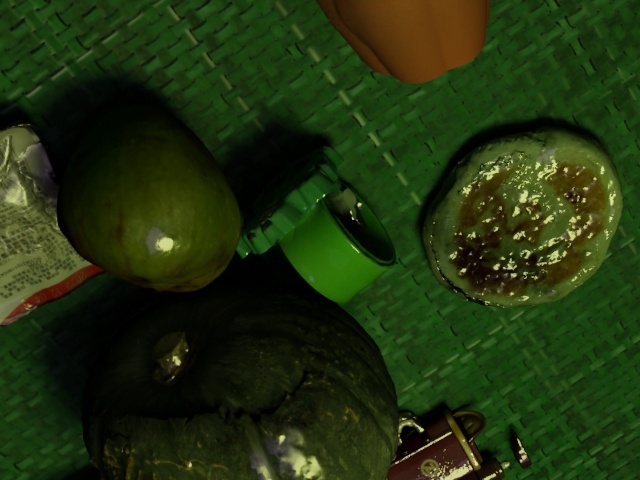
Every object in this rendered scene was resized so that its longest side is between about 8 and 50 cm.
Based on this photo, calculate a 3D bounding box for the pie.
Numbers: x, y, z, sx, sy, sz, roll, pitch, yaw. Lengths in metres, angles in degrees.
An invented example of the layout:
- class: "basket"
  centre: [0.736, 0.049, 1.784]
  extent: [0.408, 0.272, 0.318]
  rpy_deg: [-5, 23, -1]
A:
- class: "pie"
  centre: [0.230, -0.020, 1.577]
  extent: [0.240, 0.054, 0.240]
  rpy_deg: [-6, 121, -10]

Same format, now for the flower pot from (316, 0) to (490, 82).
- class: "flower pot"
  centre: [0.084, -0.254, 1.331]
  extent: [0.191, 0.190, 0.173]
  rpy_deg: [-27, 135, 2]

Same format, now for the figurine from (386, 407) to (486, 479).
- class: "figurine"
  centre: [0.131, 0.248, 1.705]
  extent: [0.154, 0.082, 0.098]
  rpy_deg: [-31, 104, 4]

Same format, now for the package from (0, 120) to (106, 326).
- class: "package"
  centre: [-0.321, -0.021, 1.436]
  extent: [0.166, 0.040, 0.232]
  rpy_deg: [-26, 131, 3]

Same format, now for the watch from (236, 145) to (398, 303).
- class: "watch"
  centre: [0.000, 0.000, 1.459]
  extent: [0.131, 0.165, 0.152]
  rpy_deg: [-38, 106, 17]

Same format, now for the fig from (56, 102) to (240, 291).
- class: "fig"
  centre: [-0.171, -0.040, 1.383]
  extent: [0.181, 0.181, 0.191]
  rpy_deg: [-7, 88, -12]

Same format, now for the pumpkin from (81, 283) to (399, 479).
- class: "pumpkin"
  centre: [-0.090, 0.188, 1.462]
  extent: [0.328, 0.291, 0.257]
  rpy_deg: [-21, 127, 15]

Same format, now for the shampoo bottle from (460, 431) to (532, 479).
- class: "shampoo bottle"
  centre: [0.153, 0.318, 1.752]
  extent: [0.236, 0.067, 0.068]
  rpy_deg: [-27, 133, 1]
